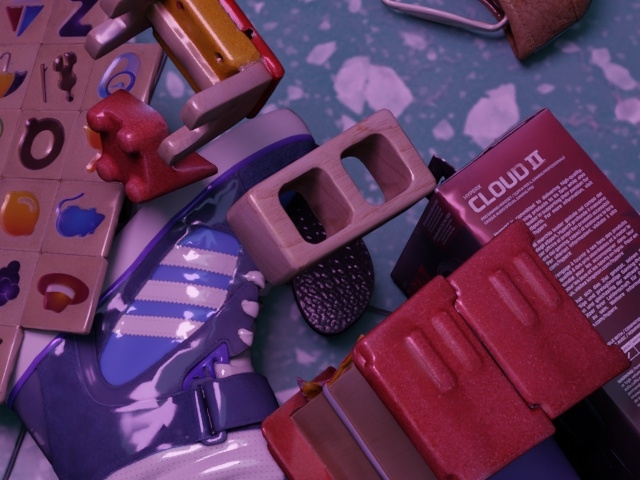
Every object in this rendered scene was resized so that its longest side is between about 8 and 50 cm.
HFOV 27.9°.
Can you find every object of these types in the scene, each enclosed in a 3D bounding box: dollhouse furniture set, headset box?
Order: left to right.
[{"bbox_3d":[0.000,0.000,0.852,0.152,0.201,0.374,-32,84,-30],"label":"dollhouse furniture set"},{"bbox_3d":[0.176,0.055,0.954,0.110,0.218,0.293,-36,80,-15],"label":"headset box"}]

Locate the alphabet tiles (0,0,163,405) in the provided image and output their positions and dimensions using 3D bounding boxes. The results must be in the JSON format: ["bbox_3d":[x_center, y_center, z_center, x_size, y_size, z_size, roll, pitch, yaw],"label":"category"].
[{"bbox_3d":[-0.267,-0.048,0.997,0.285,0.011,0.343,3,71,26],"label":"alphabet tiles"}]

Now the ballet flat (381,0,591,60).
[{"bbox_3d":[0.071,-0.269,1.114,0.342,0.116,0.124,34,94,3],"label":"ballet flat"}]

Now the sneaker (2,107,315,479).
[{"bbox_3d":[-0.063,0.082,0.974,0.323,0.130,0.236,-43,78,-12],"label":"sneaker"}]

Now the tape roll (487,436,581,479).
[{"bbox_3d":[0.105,0.219,0.917,0.189,0.189,0.080,-32,78,-12],"label":"tape roll"}]

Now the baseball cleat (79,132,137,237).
[{"bbox_3d":[-0.192,-0.095,1.032,0.072,0.109,0.206,-24,81,-24],"label":"baseball cleat"}]

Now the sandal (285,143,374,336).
[{"bbox_3d":[0.000,0.000,1.058,0.067,0.040,0.179,-7,60,-11],"label":"sandal"}]
